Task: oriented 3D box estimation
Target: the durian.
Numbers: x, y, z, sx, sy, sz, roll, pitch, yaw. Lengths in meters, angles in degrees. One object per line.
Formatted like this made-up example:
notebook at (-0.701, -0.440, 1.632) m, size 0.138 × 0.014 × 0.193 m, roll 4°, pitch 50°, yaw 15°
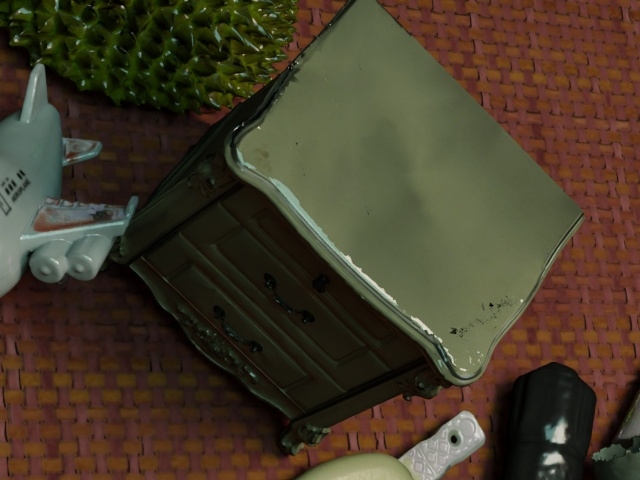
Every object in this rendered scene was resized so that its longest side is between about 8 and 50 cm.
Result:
durian at (-0.173, -0.225, 1.734) m, size 0.352 × 0.158 × 0.169 m, roll 13°, pitch 24°, yaw -27°

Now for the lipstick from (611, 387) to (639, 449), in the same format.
lipstick at (0.410, 0.124, 1.954) m, size 0.076 × 0.076 × 0.304 m, roll 42°, pitch 57°, yaw -11°

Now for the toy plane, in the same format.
toy plane at (-0.283, -0.040, 1.565) m, size 0.252 × 0.118 × 0.252 m, roll 2°, pitch 44°, yaw -2°

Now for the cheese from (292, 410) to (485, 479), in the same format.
cheese at (0.069, 0.242, 1.730) m, size 0.255 × 0.050 × 0.127 m, roll -30°, pitch 89°, yaw -34°

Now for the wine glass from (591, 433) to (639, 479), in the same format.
wine glass at (0.441, 0.321, 1.795) m, size 0.096 × 0.264 × 0.309 m, roll -24°, pitch 95°, yaw -78°

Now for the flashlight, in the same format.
flashlight at (0.205, 0.322, 1.752) m, size 0.103 × 0.103 × 0.424 m, roll 25°, pitch 61°, yaw -21°

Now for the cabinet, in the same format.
cabinet at (0.000, 0.000, 1.617) m, size 0.290 × 0.318 × 0.227 m, roll 44°, pitch 56°, yaw -10°
